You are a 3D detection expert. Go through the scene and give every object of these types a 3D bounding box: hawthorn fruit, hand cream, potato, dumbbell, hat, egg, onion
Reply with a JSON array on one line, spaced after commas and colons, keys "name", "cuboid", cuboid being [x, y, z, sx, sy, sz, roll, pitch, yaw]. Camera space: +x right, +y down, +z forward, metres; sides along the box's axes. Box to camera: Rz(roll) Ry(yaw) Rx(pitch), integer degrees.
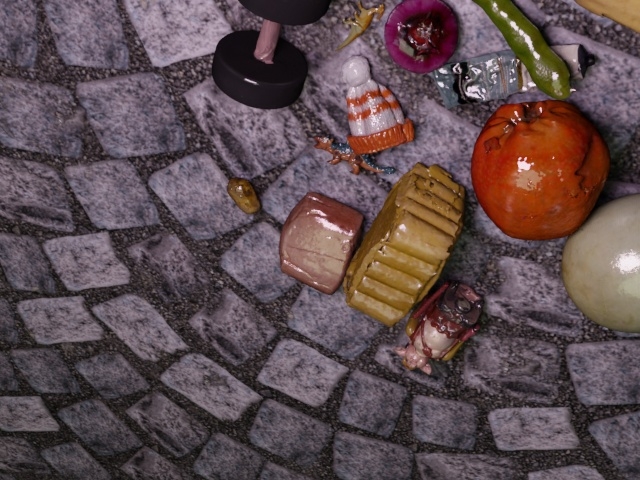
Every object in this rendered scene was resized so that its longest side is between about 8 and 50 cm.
[{"name": "hawthorn fruit", "cuboid": [0.338, -0.087, 1.427, 0.211, 0.211, 0.299, 6, 140, 17]}, {"name": "hand cream", "cuboid": [0.296, -0.257, 1.407, 0.248, 0.052, 0.075, -6, 103, 32]}, {"name": "potato", "cuboid": [-0.142, -0.084, 1.713, 0.051, 0.040, 0.083, 7, 140, 46]}, {"name": "dumbbell", "cuboid": [-0.077, -0.329, 1.411, 0.152, 0.152, 0.218, 23, 133, 2]}, {"name": "hat", "cuboid": [0.080, -0.225, 1.497, 0.112, 0.093, 0.162, -14, 104, 19]}, {"name": "egg", "cuboid": [0.527, 0.029, 1.432, 0.295, 0.218, 0.218, -16, 121, 19]}, {"name": "onion", "cuboid": [0.153, -0.309, 1.375, 0.115, 0.104, 0.115, 0, 98, -2]}]

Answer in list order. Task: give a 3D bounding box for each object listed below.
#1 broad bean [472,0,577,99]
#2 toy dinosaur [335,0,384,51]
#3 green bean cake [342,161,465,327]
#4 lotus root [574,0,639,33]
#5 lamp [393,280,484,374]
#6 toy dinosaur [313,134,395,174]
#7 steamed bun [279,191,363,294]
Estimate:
[{"name": "broad bean", "cuboid": [0.283, -0.307, 1.333, 0.256, 0.053, 0.052, 49, 152, 0]}, {"name": "toy dinosaur", "cuboid": [0.053, -0.338, 1.436, 0.041, 0.026, 0.113, 34, 125, -31]}, {"name": "green bean cake", "cuboid": [0.148, 0.005, 1.555, 0.131, 0.224, 0.230, 29, 129, -3]}, {"name": "lotus root", "cuboid": [0.441, -0.349, 1.212, 0.303, 0.131, 0.146, 23, 155, 3]}, {"name": "lamp", "cuboid": [0.211, 0.181, 1.748, 0.118, 0.118, 0.253, 33, 130, -7]}, {"name": "toy dinosaur", "cuboid": [0.057, -0.143, 1.580, 0.154, 0.049, 0.055, 21, 92, 4]}, {"name": "steamed bun", "cuboid": [0.000, 0.000, 1.690, 0.145, 0.106, 0.175, 25, 119, 7]}]
